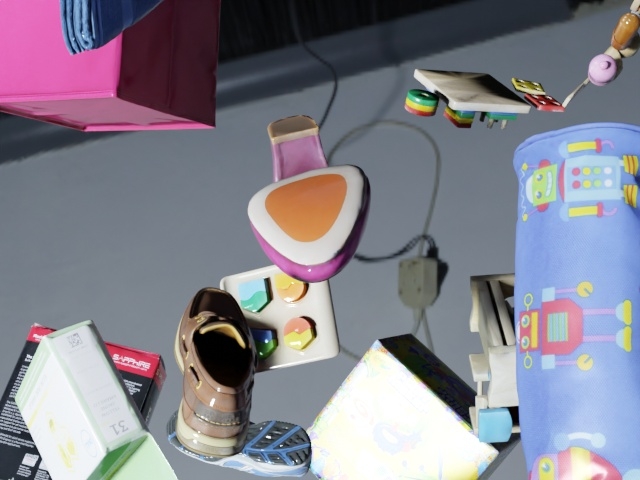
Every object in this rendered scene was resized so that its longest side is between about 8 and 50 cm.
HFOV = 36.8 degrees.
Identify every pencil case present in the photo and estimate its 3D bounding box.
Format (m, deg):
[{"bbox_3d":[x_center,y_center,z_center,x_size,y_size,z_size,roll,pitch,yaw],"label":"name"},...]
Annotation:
[{"bbox_3d":[0.208,0.071,0.702,0.133,0.119,0.306,13,72,-36],"label":"pencil case"}]

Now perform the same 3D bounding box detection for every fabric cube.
[{"bbox_3d":[-0.309,-0.301,1.354,0.254,0.259,0.258,3,88,24],"label":"fabric cube"}]

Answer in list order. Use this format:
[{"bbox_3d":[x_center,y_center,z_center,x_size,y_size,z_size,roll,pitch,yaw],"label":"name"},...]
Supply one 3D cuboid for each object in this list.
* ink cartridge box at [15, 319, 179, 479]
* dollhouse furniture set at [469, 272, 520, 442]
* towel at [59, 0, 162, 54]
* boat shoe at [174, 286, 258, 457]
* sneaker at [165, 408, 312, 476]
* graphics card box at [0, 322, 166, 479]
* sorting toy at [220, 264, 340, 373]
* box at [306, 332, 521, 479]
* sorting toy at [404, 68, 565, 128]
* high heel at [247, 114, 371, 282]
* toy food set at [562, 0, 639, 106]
[{"bbox_3d":[-0.198,0.211,0.894,0.056,0.171,0.235,-21,73,-35],"label":"ink cartridge box"},{"bbox_3d":[0.222,0.141,0.962,0.128,0.184,0.129,-4,31,2],"label":"dollhouse furniture set"},{"bbox_3d":[-0.149,-0.182,0.685,0.029,0.067,0.119,12,33,13],"label":"towel"},{"bbox_3d":[-0.074,0.083,0.719,0.064,0.060,0.178,11,27,-13],"label":"boat shoe"},{"bbox_3d":[-0.110,0.278,1.288,0.211,0.081,0.080,12,57,19],"label":"sneaker"},{"bbox_3d":[-0.415,0.338,1.536,0.232,0.094,0.371,13,62,6],"label":"graphics card box"},{"bbox_3d":[-0.079,0.138,1.780,0.208,0.038,0.193,-13,76,13],"label":"sorting toy"},{"bbox_3d":[0.159,0.372,1.762,0.290,0.177,0.279,43,107,21],"label":"box"},{"bbox_3d":[0.230,-0.209,1.440,0.274,0.046,0.132,-1,31,-24],"label":"sorting toy"},{"bbox_3d":[0.000,0.000,1.040,0.127,0.181,0.377,-10,25,4],"label":"high heel"},{"bbox_3d":[0.220,-0.146,0.686,0.019,0.122,0.078,38,45,12],"label":"toy food set"}]
